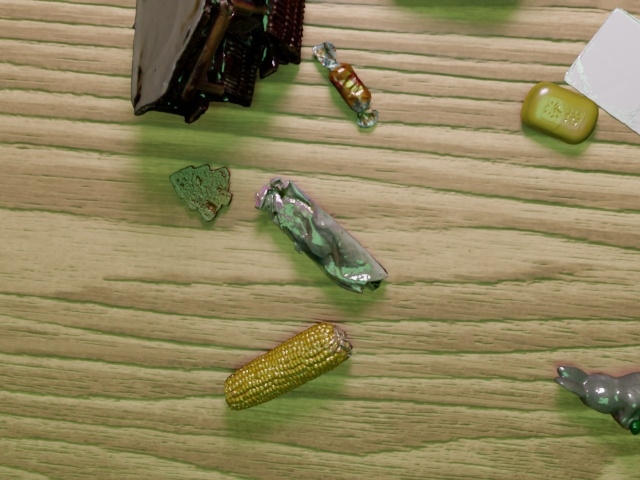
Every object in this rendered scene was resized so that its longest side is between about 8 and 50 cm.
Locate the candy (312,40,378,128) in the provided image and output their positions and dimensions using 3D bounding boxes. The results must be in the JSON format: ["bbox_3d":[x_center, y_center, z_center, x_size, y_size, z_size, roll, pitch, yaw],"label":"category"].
[{"bbox_3d":[0.049,-0.290,1.170,0.053,0.046,0.182,-34,101,13],"label":"candy"}]

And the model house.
[{"bbox_3d":[-0.135,-0.350,1.074,0.282,0.297,0.317,-2,102,-41],"label":"model house"}]

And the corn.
[{"bbox_3d":[-0.072,0.258,1.289,0.293,0.106,0.106,-28,100,13],"label":"corn"}]

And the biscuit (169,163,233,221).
[{"bbox_3d":[-0.237,-0.105,1.250,0.130,0.019,0.119,24,104,-2],"label":"biscuit"}]

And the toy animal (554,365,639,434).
[{"bbox_3d":[0.591,0.308,1.258,0.236,0.138,0.108,15,146,24],"label":"toy animal"}]

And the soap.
[{"bbox_3d":[0.439,-0.233,1.155,0.140,0.045,0.089,23,108,-1],"label":"soap"}]

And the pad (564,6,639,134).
[{"bbox_3d":[0.581,-0.295,1.150,0.232,0.004,0.156,34,103,-4],"label":"pad"}]

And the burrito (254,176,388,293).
[{"bbox_3d":[0.002,-0.003,1.233,0.309,0.066,0.096,42,100,-9],"label":"burrito"}]
